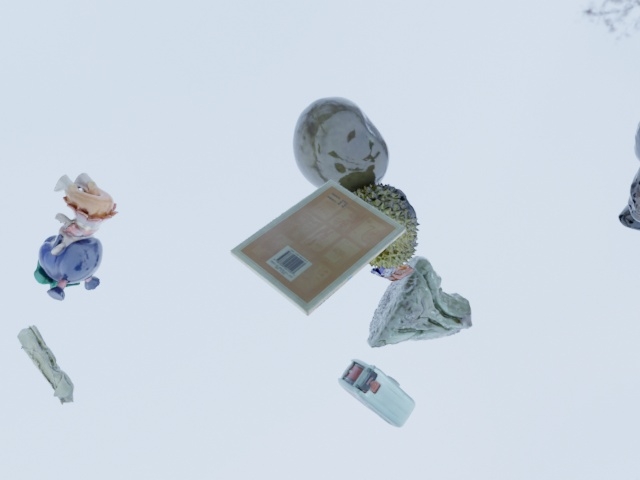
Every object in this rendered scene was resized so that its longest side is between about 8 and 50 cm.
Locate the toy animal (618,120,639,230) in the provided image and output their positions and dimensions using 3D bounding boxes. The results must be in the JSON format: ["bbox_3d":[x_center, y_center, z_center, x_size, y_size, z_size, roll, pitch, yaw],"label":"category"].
[{"bbox_3d":[0.599,-0.098,0.847,0.303,0.194,0.344,-53,-50,-6],"label":"toy animal"}]

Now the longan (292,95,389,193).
[{"bbox_3d":[0.050,-0.218,1.279,0.246,0.246,0.215,31,-105,-44],"label":"longan"}]

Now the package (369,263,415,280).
[{"bbox_3d":[0.172,0.074,1.322,0.110,0.033,0.077,17,-56,-41],"label":"package"}]

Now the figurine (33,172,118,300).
[{"bbox_3d":[-0.399,-0.001,0.867,0.195,0.102,0.111,-61,-13,22],"label":"figurine"}]

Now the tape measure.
[{"bbox_3d":[0.175,0.476,1.724,0.243,0.246,0.125,45,-104,-24],"label":"tape measure"}]

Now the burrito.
[{"bbox_3d":[-0.523,0.238,1.026,0.041,0.185,0.045,-39,-19,-18],"label":"burrito"}]

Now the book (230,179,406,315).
[{"bbox_3d":[0.000,0.001,0.859,0.241,0.170,0.018,-37,-30,-33],"label":"book"}]

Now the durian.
[{"bbox_3d":[0.161,-0.044,1.230,0.237,0.193,0.138,-7,-29,-42],"label":"durian"}]

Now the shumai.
[{"bbox_3d":[0.316,0.234,1.617,0.304,0.263,0.309,-65,3,-23],"label":"shumai"}]
